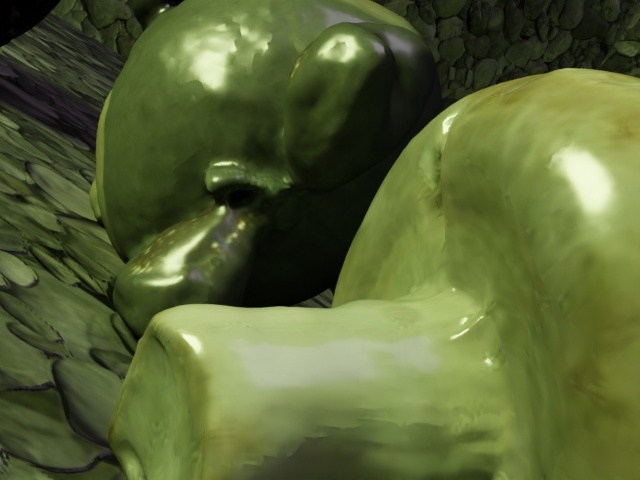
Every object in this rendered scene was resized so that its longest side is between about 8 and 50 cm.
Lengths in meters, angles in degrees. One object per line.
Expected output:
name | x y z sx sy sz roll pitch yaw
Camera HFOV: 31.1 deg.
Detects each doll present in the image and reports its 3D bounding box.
doll | 0.025 -0.025 0.747 0.378 0.252 0.382 32 12 -10

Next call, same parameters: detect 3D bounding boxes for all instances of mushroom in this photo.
mushroom | 0.047 0.055 0.400 0.243 0.243 0.243 33 6 -4

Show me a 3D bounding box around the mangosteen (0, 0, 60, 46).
mangosteen | -0.340 -0.300 1.070 0.275 0.275 0.302 33 -22 -2
